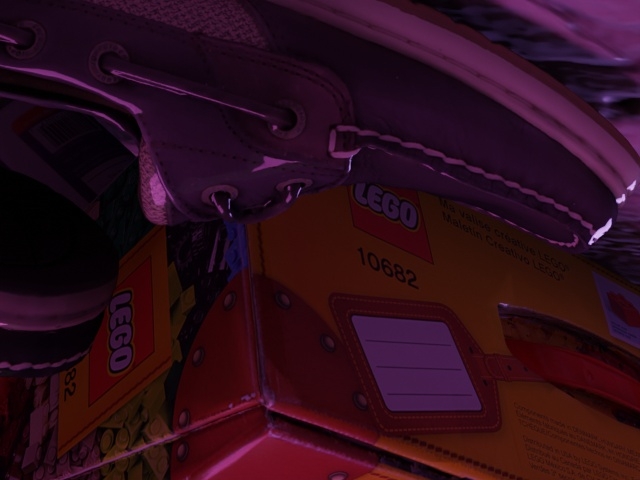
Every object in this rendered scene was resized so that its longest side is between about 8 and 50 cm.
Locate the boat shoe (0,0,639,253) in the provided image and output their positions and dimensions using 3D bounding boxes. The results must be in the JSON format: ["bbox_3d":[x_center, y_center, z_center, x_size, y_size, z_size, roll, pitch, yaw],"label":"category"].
[{"bbox_3d":[-0.037,-0.048,0.371,0.285,0.092,0.103,23,175,-10],"label":"boat shoe"}]

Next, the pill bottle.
[{"bbox_3d":[-0.144,-0.002,0.768,0.193,0.108,0.108,42,178,11],"label":"pill bottle"}]

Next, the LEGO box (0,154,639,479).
[{"bbox_3d":[0.036,0.170,0.703,0.500,0.193,0.372,25,131,-35],"label":"LEGO box"}]

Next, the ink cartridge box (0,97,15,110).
[{"bbox_3d":[-0.391,-0.157,0.708,0.307,0.072,0.303,17,172,19],"label":"ink cartridge box"}]

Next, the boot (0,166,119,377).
[{"bbox_3d":[-0.270,0.091,0.579,0.377,0.284,0.138,12,-168,24],"label":"boot"}]
